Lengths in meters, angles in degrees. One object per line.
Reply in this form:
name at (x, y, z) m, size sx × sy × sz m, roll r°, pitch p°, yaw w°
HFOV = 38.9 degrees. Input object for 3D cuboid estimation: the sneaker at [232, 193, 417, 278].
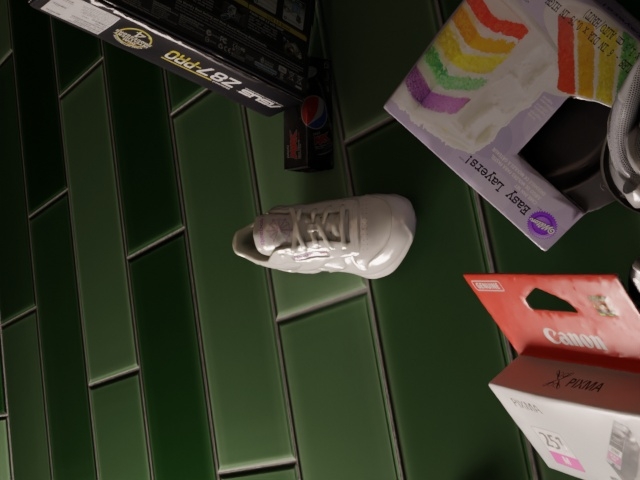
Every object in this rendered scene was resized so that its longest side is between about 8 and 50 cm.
sneaker at (0.000, 0.000, 1.270) m, size 0.305 × 0.152 × 0.114 m, roll -12°, pitch 77°, yaw 47°

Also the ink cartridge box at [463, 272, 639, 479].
ink cartridge box at (0.252, 0.141, 0.882) m, size 0.239 × 0.060 × 0.275 m, roll 52°, pitch 164°, yaw -10°

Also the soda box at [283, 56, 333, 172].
soda box at (-0.019, -0.189, 1.373) m, size 0.060 × 0.053 × 0.168 m, roll -5°, pitch 85°, yaw 49°

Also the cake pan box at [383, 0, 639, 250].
cake pan box at (0.239, -0.153, 0.988) m, size 0.267 × 0.070 × 0.245 m, roll 44°, pitch 126°, yaw 6°

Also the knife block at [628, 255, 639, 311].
knife block at (0.332, 0.108, 0.813) m, size 0.088 × 0.242 × 0.275 m, roll 36°, pitch 115°, yaw 45°

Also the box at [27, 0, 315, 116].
box at (-0.179, -0.390, 1.258) m, size 0.097 × 0.395 × 0.318 m, roll -15°, pitch 64°, yaw 47°

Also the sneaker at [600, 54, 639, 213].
sneaker at (0.370, -0.168, 0.763) m, size 0.137 × 0.210 × 0.365 m, roll 38°, pitch 108°, yaw 12°
